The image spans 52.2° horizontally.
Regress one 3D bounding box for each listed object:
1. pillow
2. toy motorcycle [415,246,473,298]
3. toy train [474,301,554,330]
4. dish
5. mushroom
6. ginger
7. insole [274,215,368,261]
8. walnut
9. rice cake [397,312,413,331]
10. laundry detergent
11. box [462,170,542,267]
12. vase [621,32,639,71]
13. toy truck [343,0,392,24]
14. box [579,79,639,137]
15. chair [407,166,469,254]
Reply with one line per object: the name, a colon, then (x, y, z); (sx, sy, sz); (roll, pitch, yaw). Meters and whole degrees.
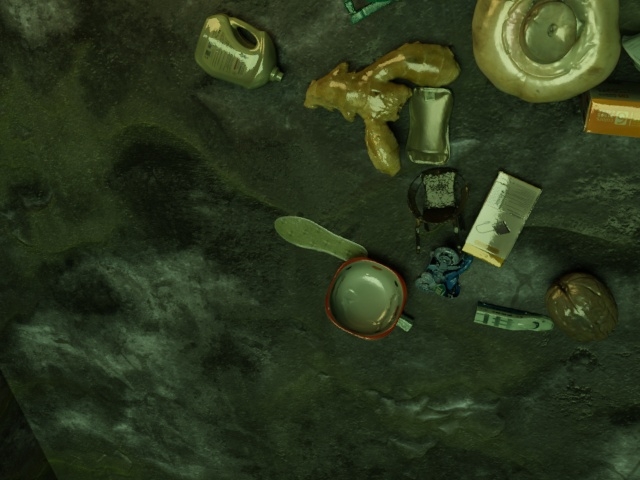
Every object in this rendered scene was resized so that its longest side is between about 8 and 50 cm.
pillow: (0.298, -0.315, 1.803); (0.130, 0.033, 0.218); (7, 116, 20)
toy motorcycle: (0.373, 0.103, 1.948); (0.135, 0.092, 0.254); (24, 146, 4)
toy train: (0.590, 0.242, 1.987); (0.233, 0.051, 0.052); (12, 124, 12)
dish: (0.138, 0.185, 2.033); (0.256, 0.117, 0.256); (0, 80, -1)
mushroom: (0.537, -0.486, 1.494); (0.325, 0.353, 0.353); (14, 124, -21)
ginger: (0.148, -0.409, 1.752); (0.348, 0.122, 0.363); (34, 115, 9)
insole: (0.000, 0.000, 2.083); (0.322, 0.007, 0.109); (23, 122, 7)
walnut: (0.747, 0.195, 1.850); (0.178, 0.178, 0.230); (-31, 109, 29)
rice cake: (0.186, 0.220, 2.112); (0.245, 0.045, 0.042); (25, 121, 4)
laundry detergent: (-0.217, -0.517, 1.836); (0.253, 0.091, 0.181); (27, 116, 4)
box: (0.503, -0.059, 1.827); (0.129, 0.033, 0.247); (25, 103, 2)
vase: (0.866, -0.536, 1.395); (0.250, 0.250, 0.445); (36, 125, -3)
toy truck: (0.206, -0.669, 1.581); (0.363, 0.177, 0.178); (-13, 121, 24)
box: (0.765, -0.311, 1.544); (0.273, 0.221, 0.091); (9, 118, 16)
chair: (0.337, -0.088, 1.850); (0.174, 0.149, 0.213); (-2, 112, 21)
